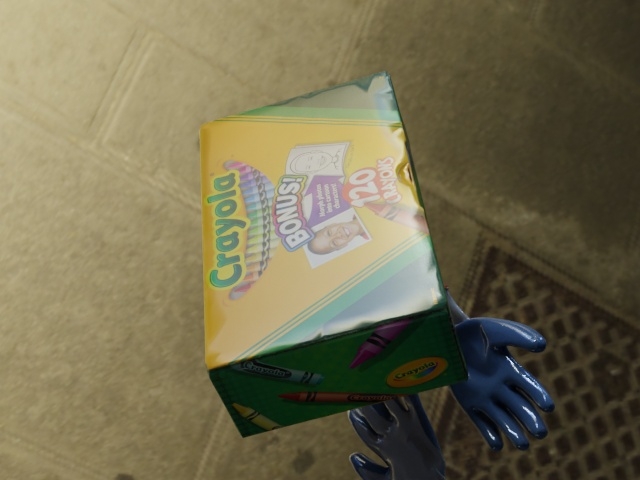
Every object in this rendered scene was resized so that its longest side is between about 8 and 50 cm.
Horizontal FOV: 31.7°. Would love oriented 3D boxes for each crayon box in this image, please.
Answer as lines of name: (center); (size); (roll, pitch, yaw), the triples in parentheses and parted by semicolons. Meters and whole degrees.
crayon box: (0.000, 0.000, 0.848); (0.165, 0.081, 0.278); (-16, 42, 6)

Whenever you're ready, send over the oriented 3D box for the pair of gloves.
pair of gloves: (0.099, 0.133, 0.885); (0.023, 0.198, 0.159); (16, 28, -45)
